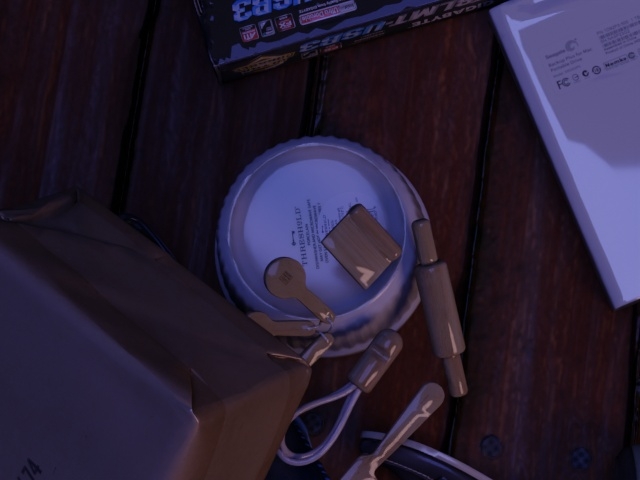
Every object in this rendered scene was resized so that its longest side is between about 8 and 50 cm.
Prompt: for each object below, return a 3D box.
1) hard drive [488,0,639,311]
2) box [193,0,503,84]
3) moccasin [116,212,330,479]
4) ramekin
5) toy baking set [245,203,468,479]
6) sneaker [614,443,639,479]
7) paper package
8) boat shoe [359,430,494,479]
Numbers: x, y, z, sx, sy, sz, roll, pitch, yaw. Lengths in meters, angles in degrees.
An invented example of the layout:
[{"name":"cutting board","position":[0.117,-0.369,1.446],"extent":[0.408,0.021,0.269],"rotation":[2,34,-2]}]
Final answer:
[{"name":"hard drive","position":[0.308,-0.112,1.609],"extent":[0.203,0.040,0.308],"rotation":[-21,79,0]},{"name":"box","position":[0.000,-0.330,1.654],"extent":[0.295,0.073,0.293],"rotation":[-17,80,0]},{"name":"moccasin","position":[-0.110,0.122,1.533],"extent":[0.342,0.137,0.117],"rotation":[45,128,9]},{"name":"ramekin","position":[0.000,0.000,1.576],"extent":[0.207,0.109,0.207],"rotation":[-1,79,4]},{"name":"toy baking set","position":[0.035,0.100,1.496],"extent":[0.196,0.030,0.256],"rotation":[-20,101,-13]},{"name":"sneaker","position":[0.237,0.278,1.504],"extent":[0.118,0.083,0.222],"rotation":[-6,50,19]},{"name":"paper package","position":[-0.213,0.169,1.441],"extent":[0.309,0.168,0.325],"rotation":[35,116,23]},{"name":"boat shoe","position":[0.122,0.234,1.543],"extent":[0.206,0.075,0.065],"rotation":[25,79,3]}]
